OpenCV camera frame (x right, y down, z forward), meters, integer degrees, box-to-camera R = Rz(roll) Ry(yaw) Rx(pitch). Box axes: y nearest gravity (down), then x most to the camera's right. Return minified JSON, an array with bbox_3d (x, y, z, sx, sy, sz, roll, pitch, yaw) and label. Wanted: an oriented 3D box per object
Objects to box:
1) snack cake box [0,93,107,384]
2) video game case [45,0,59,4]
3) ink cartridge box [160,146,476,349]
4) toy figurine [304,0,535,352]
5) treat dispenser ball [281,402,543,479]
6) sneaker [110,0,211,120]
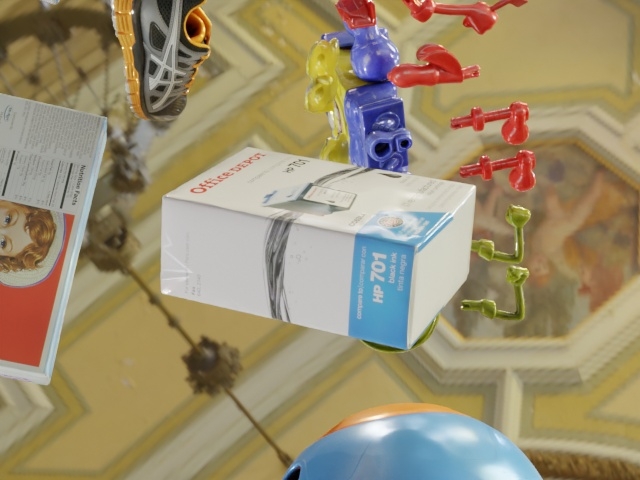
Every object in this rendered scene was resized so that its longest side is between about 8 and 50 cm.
[{"bbox_3d":[-0.310,-0.004,1.202,0.152,0.089,0.264,13,-105,-8],"label":"snack cake box"},{"bbox_3d":[-0.441,-0.427,1.487,0.244,0.269,0.061,21,-115,15],"label":"video game case"},{"bbox_3d":[0.000,0.000,0.886,0.191,0.082,0.139,12,-156,20],"label":"ink cartridge box"},{"bbox_3d":[0.076,-0.102,1.150,0.191,0.362,0.217,-13,-145,-4],"label":"toy figurine"},{"bbox_3d":[0.088,0.301,1.181,0.288,0.288,0.288,-10,-126,14],"label":"treat dispenser ball"},{"bbox_3d":[-0.139,-0.177,1.136,0.083,0.215,0.084,0,-115,0],"label":"sneaker"}]
